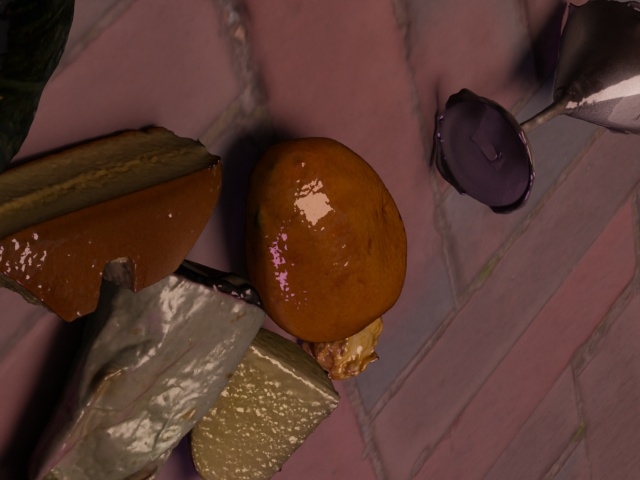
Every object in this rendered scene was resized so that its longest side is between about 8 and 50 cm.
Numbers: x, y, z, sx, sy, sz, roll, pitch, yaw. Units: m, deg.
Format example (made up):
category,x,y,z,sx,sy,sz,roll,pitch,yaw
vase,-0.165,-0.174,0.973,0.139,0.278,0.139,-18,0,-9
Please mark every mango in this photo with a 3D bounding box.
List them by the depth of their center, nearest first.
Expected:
category,x,y,z,sx,sy,sz,roll,pitch,yaw
mango,0.000,0.000,1.371,0.147,0.109,0.227,-53,147,-11

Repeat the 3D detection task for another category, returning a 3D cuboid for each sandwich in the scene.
category,x,y,z,sx,sy,sz,roll,pitch,yaw
sandwich,-0.160,-0.006,1.133,0.244,0.090,0.088,-22,128,-49

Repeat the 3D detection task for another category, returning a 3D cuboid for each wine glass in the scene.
category,x,y,z,sx,sy,sz,roll,pitch,yaw
wine glass,0.221,-0.125,1.604,0.232,0.156,0.156,-31,137,-37

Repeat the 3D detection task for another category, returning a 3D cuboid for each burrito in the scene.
category,x,y,z,sx,sy,sz,roll,pitch,yaw
burrito,-0.142,0.113,1.259,0.144,0.089,0.229,25,96,-41

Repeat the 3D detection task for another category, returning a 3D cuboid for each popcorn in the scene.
category,x,y,z,sx,sy,sz,roll,pitch,yaw
popcorn,0.024,0.085,1.528,0.083,0.057,0.082,-10,114,-51

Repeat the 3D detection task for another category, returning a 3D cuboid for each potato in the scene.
category,x,y,z,sx,sy,sz,roll,pitch,yaw
potato,-0.077,0.141,1.423,0.120,0.081,0.149,37,97,-30

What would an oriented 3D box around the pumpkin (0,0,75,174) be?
category,x,y,z,sx,sy,sz,roll,pitch,yaw
pumpkin,-0.225,-0.163,0.743,0.197,0.263,0.293,-57,153,-19
